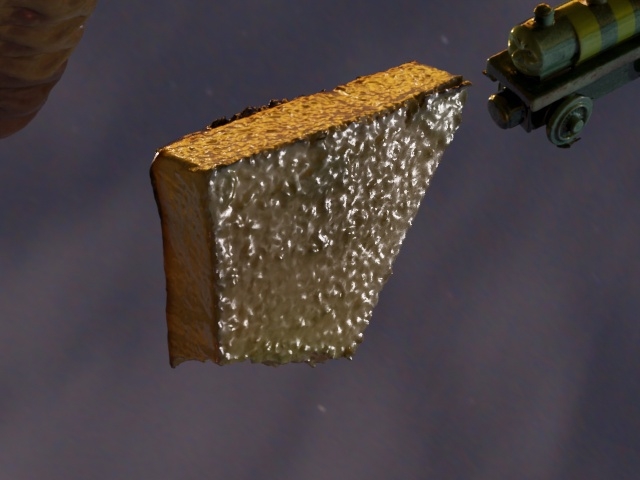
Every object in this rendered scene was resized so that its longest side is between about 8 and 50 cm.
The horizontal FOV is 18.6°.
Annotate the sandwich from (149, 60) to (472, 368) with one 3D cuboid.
[{"bbox_3d":[0.000,0.000,1.092,0.193,0.162,0.058,-23,-147,-34],"label":"sandwich"}]

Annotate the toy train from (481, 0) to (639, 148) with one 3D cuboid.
[{"bbox_3d":[0.219,-0.160,1.538,0.200,0.132,0.083,-29,-128,-22],"label":"toy train"}]

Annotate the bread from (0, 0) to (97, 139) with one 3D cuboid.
[{"bbox_3d":[-0.149,-0.134,0.945,0.084,0.367,0.077,1,-108,-18],"label":"bread"}]
